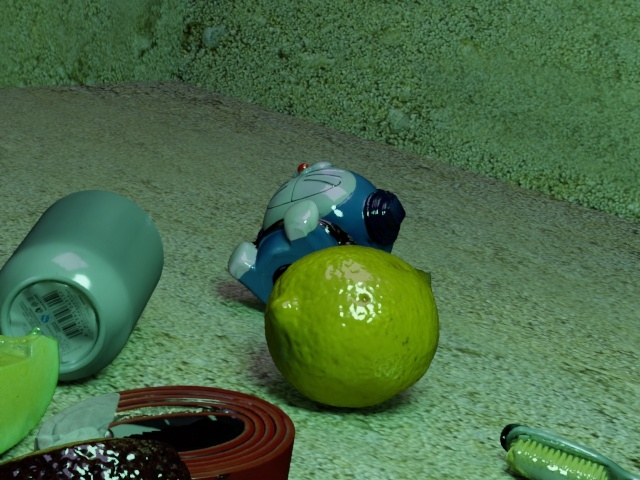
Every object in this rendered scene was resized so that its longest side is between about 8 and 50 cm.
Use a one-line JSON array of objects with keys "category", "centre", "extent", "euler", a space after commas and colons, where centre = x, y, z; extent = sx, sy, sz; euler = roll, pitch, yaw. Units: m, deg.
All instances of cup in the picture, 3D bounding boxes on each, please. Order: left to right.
[{"category": "cup", "centre": [-0.347, 0.063, 1.868], "extent": [0.205, 0.205, 0.312], "euler": [9, 17, 0]}]

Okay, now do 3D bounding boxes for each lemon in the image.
[{"category": "lemon", "centre": [0.037, 0.118, 1.835], "extent": [0.253, 0.228, 0.228], "euler": [4, 17, -20]}]

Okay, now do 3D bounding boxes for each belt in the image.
[{"category": "belt", "centre": [-0.176, 0.256, 1.455], "extent": [0.324, 0.115, 0.227], "euler": [-6, 21, -40]}]

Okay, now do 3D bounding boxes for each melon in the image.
[{"category": "melon", "centre": [-0.428, 0.186, 1.558], "extent": [0.196, 0.124, 0.323], "euler": [19, 13, 27]}]

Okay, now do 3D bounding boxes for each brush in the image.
[{"category": "brush", "centre": [0.361, 0.310, 1.665], "extent": [0.297, 0.068, 0.060], "euler": [16, 37, 19]}]

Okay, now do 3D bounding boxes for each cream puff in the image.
[{"category": "cream puff", "centre": [-0.225, 0.275, 1.206], "extent": [0.239, 0.165, 0.239], "euler": [-14, -17, -4]}]

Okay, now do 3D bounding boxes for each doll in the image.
[{"category": "doll", "centre": [0.000, 0.000, 2.237], "extent": [0.284, 0.240, 0.310], "euler": [-19, 21, 25]}]
